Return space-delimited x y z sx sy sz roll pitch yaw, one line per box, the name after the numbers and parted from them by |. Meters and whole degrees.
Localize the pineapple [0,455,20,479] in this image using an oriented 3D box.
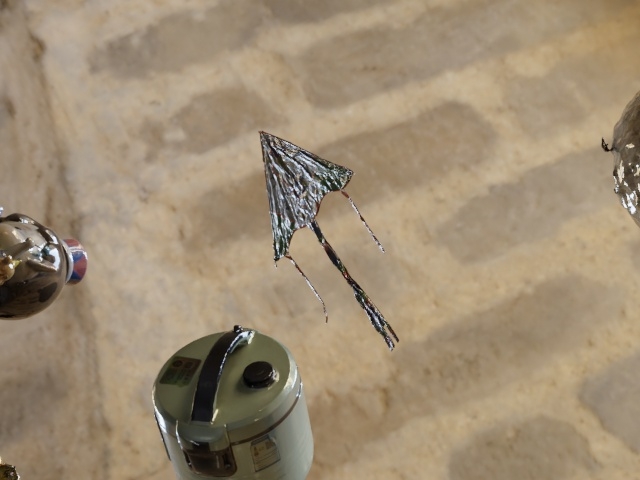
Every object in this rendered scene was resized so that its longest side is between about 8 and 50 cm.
-0.538 0.409 1.805 0.221 0.221 0.047 -25 -170 1 | pineapple

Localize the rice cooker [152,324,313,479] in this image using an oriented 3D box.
-0.128 0.256 1.682 0.225 0.244 0.226 -5 -143 4 | rice cooker

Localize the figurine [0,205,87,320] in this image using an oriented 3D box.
-0.415 0.018 1.514 0.161 0.158 0.275 -4 162 15 | figurine

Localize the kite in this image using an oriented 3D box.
0.000 0.000 1.072 0.006 0.244 0.198 -21 161 -32 | kite

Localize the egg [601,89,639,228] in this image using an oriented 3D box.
0.529 -0.104 1.593 0.279 0.279 0.310 -22 -135 17 | egg
